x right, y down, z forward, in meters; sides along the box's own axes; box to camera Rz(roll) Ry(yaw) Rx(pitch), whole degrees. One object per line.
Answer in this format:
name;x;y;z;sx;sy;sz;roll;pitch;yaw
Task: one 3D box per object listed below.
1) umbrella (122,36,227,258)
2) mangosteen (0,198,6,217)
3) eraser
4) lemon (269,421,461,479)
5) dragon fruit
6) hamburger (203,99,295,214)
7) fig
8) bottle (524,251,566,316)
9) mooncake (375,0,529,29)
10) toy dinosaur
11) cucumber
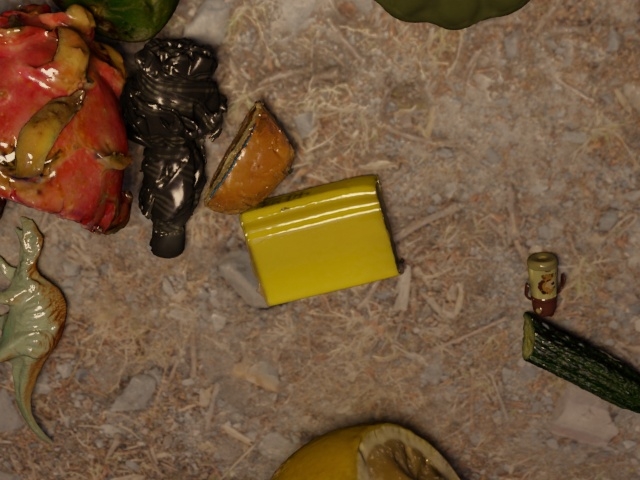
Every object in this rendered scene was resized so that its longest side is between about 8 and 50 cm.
umbrella;-0.220;-0.118;1.267;0.128;0.154;0.336;29;115;35
mangosteen;-0.553;-0.061;1.303;0.200;0.200;0.199;1;111;2
eraser;0.000;0.000;1.342;0.226;0.069;0.157;-14;112;8
lemon;0.044;0.476;1.388;0.364;0.364;0.364;1;111;2
dragon fruit;-0.363;-0.177;1.124;0.296;0.314;0.262;21;86;21
hamburger;-0.092;-0.106;1.289;0.102;0.087;0.176;28;98;-9
fig;-0.259;-0.401;1.172;0.203;0.235;0.203;16;153;8
bottle;0.346;0.071;1.364;0.063;0.047;0.101;-3;113;14
mooncake;0.176;-0.437;1.092;0.352;0.187;0.351;0;114;0
toy dinosaur;-0.494;0.166;1.422;0.206;0.092;0.392;-13;102;1
cucumber;0.425;0.200;1.396;0.265;0.077;0.077;25;110;-8
